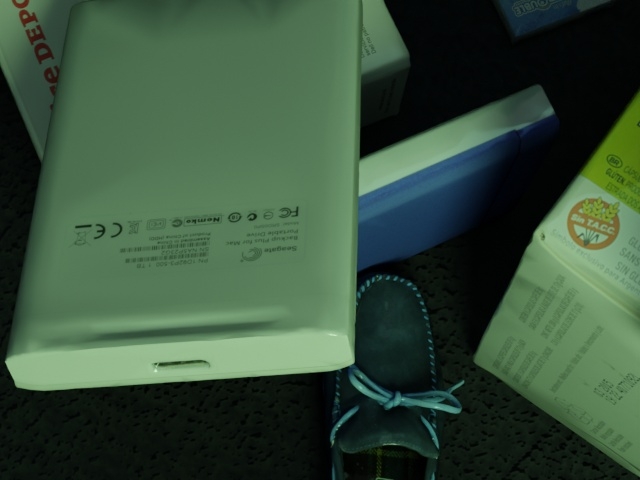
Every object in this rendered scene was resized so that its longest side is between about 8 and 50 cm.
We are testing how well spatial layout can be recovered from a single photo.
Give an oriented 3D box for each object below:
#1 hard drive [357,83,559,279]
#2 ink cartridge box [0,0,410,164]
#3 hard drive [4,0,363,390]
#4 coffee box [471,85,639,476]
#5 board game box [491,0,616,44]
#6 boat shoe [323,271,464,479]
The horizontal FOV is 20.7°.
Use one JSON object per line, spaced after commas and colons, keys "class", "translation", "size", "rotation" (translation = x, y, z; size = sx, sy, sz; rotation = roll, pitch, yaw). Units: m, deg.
{"class": "hard drive", "translation": [0.000, 0.000, 1.216], "size": [0.318, 0.210, 0.040], "rotation": [-23, 78, -9]}
{"class": "ink cartridge box", "translation": [-0.099, -0.148, 1.303], "size": [0.272, 0.115, 0.198], "rotation": [-22, 76, -9]}
{"class": "hard drive", "translation": [-0.077, -0.045, 1.110], "size": [0.203, 0.040, 0.308], "rotation": [-4, 48, 8]}
{"class": "coffee box", "translation": [0.344, 0.008, 1.166], "size": [0.338, 0.337, 0.334], "rotation": [35, 75, 7]}
{"class": "board game box", "translation": [0.175, -0.211, 1.384], "size": [0.090, 0.020, 0.090], "rotation": [-22, 77, -9]}
{"class": "boat shoe", "translation": [0.055, 0.146, 1.235], "size": [0.109, 0.089, 0.258], "rotation": [-2, 78, -8]}
